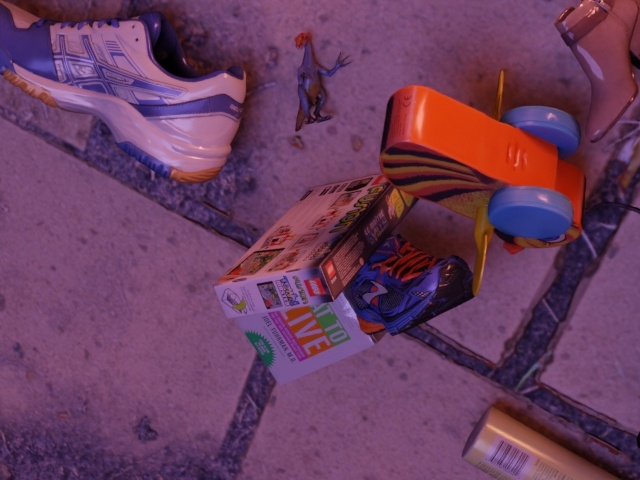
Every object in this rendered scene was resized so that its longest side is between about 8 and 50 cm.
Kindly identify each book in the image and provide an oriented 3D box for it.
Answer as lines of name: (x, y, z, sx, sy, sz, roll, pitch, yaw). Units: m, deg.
book: (-0.013, 0.084, 1.417, 0.144, 0.035, 0.096, -28, 99, 38)

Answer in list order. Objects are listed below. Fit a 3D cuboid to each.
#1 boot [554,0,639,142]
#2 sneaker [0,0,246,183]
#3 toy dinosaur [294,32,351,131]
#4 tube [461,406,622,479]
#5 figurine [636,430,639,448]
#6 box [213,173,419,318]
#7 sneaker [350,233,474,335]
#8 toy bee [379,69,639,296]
boot: (0.225, -0.151, 1.120, 0.087, 0.118, 0.042, 40, 160, -17)
sneaker: (-0.202, -0.178, 1.337, 0.296, 0.112, 0.131, 30, 109, 8)
toy dinosaur: (-0.016, -0.150, 1.282, 0.090, 0.047, 0.082, -18, 89, 44)
tube: (0.256, 0.250, 1.356, 0.240, 0.062, 0.070, 30, 170, 4)
figurine: (0.402, 0.151, 1.213, 0.215, 0.092, 0.209, 21, 132, 15)
box: (0.000, 0.000, 1.250, 0.114, 0.207, 0.036, -10, 111, 31)
sneaker: (0.071, 0.036, 1.266, 0.087, 0.083, 0.221, 64, 159, -3)
toy bee: (0.168, -0.031, 1.179, 0.298, 0.195, 0.162, 36, 152, -8)
